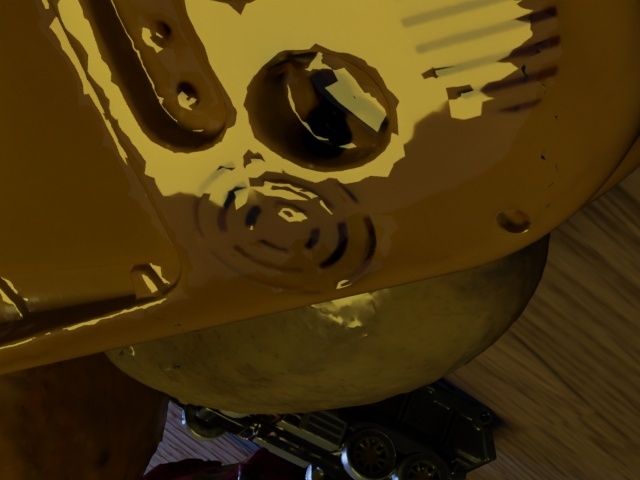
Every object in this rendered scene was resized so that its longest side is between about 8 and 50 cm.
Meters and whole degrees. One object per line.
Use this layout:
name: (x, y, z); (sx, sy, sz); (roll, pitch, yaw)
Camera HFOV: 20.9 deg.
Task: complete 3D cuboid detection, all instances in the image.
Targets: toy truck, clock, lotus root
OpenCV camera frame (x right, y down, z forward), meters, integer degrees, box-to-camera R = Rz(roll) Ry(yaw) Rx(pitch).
toy truck: (0.009, 0.103, 1.061); (0.192, 0.092, 0.083); (27, 156, -9)
clock: (-0.015, -0.092, 0.590); (0.317, 0.200, 0.244); (-7, 123, 32)
lotus root: (0.000, 0.000, 0.815); (0.169, 0.151, 0.342); (44, 151, -19)

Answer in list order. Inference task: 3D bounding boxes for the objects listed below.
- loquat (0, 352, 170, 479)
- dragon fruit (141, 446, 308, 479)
loquat: (-0.241, 0.062, 1.022); (0.328, 0.328, 0.328); (25, 154, 14)
dragon fruit: (-0.002, 0.214, 1.245); (0.262, 0.134, 0.211); (30, 147, -32)
